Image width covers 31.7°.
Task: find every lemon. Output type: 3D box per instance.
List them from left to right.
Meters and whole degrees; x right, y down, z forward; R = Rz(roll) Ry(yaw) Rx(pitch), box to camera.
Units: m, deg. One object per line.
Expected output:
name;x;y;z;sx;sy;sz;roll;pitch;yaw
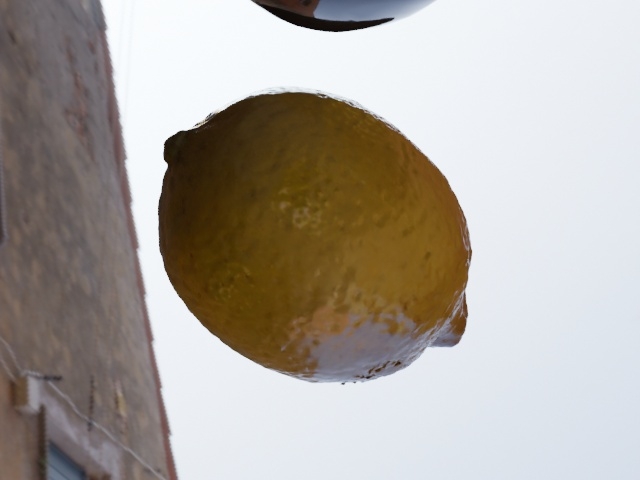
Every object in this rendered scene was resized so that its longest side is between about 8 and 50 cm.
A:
lemon;0.000;0.000;0.982;0.320;0.245;0.245;34;-114;-20

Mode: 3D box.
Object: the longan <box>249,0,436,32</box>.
longan;0.014;-0.201;0.543;0.198;0.198;0.212;8;-130;17
